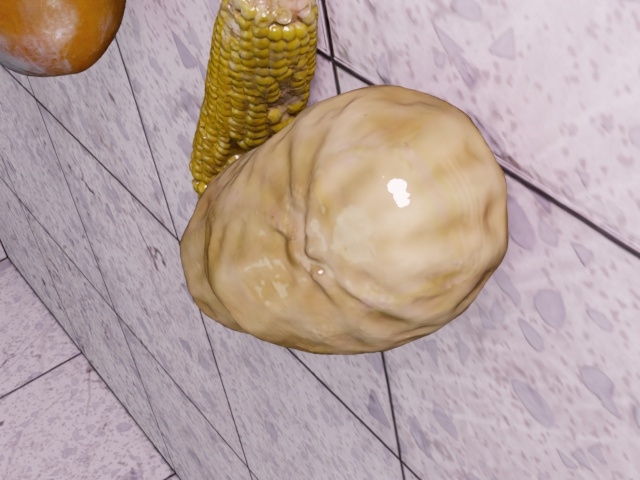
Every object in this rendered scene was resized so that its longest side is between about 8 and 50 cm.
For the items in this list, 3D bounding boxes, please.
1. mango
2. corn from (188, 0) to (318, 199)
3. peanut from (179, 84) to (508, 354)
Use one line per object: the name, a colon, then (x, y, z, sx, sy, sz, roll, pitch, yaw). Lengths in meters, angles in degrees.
mango: (-0.295, -0.338, 1.086, 0.221, 0.198, 0.384, -140, 41, -57)
corn: (-0.058, -0.114, 0.962, 0.097, 0.097, 0.320, 54, 157, 17)
peanut: (0.000, 0.000, 0.835, 0.170, 0.192, 0.387, 55, 160, -6)
